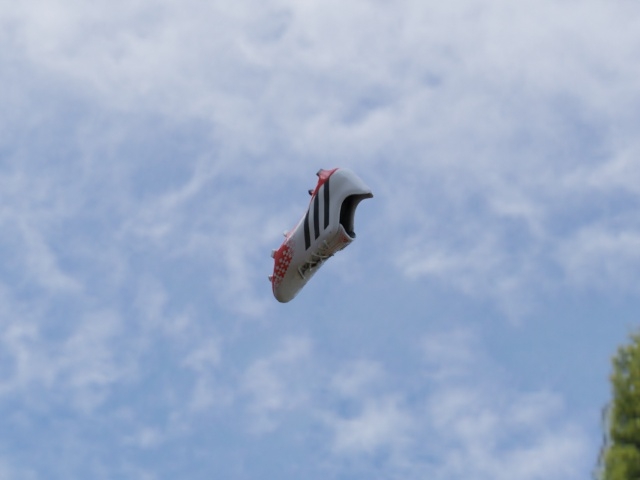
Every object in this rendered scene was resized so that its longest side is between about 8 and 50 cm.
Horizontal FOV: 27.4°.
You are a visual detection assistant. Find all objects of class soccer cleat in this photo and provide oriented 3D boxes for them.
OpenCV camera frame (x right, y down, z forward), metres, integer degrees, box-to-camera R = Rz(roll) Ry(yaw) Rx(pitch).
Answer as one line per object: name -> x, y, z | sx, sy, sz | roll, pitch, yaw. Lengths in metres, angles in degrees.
soccer cleat -> 0.000, 0.000, 0.719 | 0.036, 0.083, 0.029 | 31, 7, 33
